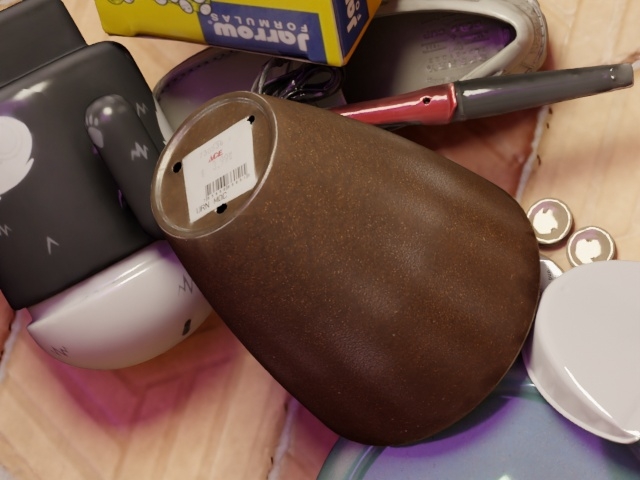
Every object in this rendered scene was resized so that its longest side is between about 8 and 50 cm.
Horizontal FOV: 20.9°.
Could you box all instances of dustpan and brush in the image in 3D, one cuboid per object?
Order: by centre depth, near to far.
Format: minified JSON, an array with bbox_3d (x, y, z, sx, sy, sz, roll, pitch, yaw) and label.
[{"bbox_3d":[0.175,0.054,1.219,0.211,0.060,0.147,31,60,24],"label":"dustpan and brush"}]

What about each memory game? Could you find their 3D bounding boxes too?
[{"bbox_3d":[0.140,0.053,1.274,0.186,0.012,0.186,-6,72,18],"label":"memory game"}]

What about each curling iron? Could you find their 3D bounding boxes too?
[{"bbox_3d":[0.083,-0.109,1.224,0.274,0.035,0.068,0,108,7],"label":"curling iron"}]

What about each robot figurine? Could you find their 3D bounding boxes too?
[{"bbox_3d":[-0.180,-0.040,1.293,0.173,0.209,0.278,-27,95,10],"label":"robot figurine"}]

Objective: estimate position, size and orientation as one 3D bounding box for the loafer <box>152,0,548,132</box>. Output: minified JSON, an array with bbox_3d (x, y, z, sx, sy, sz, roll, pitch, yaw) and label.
[{"bbox_3d":[0.012,-0.128,1.308,0.319,0.111,0.112,-16,93,15],"label":"loafer"}]

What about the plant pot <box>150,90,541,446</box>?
[{"bbox_3d":[0.000,0.000,1.182,0.215,0.230,0.215,-21,52,30],"label":"plant pot"}]

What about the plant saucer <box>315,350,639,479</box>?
[{"bbox_3d":[0.128,0.224,1.202,0.317,0.043,0.318,-4,76,18],"label":"plant saucer"}]

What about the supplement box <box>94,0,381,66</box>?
[{"bbox_3d":[-0.020,-0.319,1.262,0.194,0.195,0.357,9,48,21],"label":"supplement box"}]
